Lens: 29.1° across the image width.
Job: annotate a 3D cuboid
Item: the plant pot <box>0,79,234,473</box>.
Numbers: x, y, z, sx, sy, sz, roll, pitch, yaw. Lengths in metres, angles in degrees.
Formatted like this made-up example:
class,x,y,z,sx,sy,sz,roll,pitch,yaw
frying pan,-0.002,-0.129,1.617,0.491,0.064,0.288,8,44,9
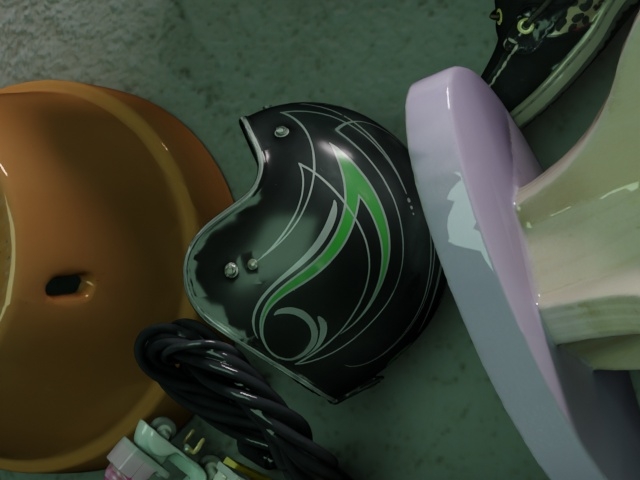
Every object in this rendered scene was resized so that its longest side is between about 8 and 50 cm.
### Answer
class,x,y,z,sx,sy,sz,roll,pitch,yaw
plant pot,-0.224,0.019,0.842,0.291,0.203,0.290,-3,83,23

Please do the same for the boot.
class,x,y,z,sx,sy,sz,roll,pitch,yaw
boot,0.105,-0.181,0.736,0.179,0.085,0.236,37,115,-5

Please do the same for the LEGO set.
class,x,y,z,sx,sy,sz,roll,pitch,yaw
LEGO set,-0.045,0.206,0.729,0.107,0.132,0.287,-58,25,-5

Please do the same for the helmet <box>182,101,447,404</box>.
class,x,y,z,sx,sy,sz,roll,pitch,yaw
helmet,0.000,0.000,0.771,0.169,0.169,0.161,32,85,22

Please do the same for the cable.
class,x,y,z,sx,sy,sz,roll,pitch,yaw
cable,-0.044,0.114,0.769,0.047,0.184,0.151,-45,56,-12

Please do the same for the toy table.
class,x,y,z,sx,sy,sz,roll,pitch,yaw
toy table,0.176,0.009,0.664,0.161,0.252,0.274,-22,118,25
